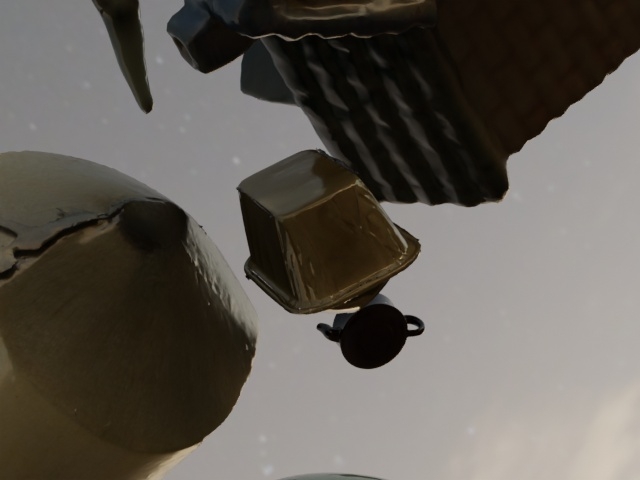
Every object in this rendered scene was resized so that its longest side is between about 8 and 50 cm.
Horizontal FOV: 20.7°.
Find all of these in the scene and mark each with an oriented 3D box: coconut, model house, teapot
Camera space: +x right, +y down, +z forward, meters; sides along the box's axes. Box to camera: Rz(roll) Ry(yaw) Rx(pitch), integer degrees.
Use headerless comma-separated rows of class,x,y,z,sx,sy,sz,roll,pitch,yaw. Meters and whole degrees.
coconut,-0.207,0.079,1.462,0.323,0.323,0.323,-28,-37,-24
model house,0.023,-0.267,1.466,0.400,0.395,0.445,-44,-50,-9
teapot,0.046,0.078,1.590,0.100,0.045,0.068,-4,-61,-21

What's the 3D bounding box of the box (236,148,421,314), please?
box,0.000,0.000,1.263,0.111,0.177,0.111,-4,-77,-16

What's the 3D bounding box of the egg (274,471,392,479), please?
egg,0.033,0.264,1.062,0.230,0.371,0.230,-4,-81,-29

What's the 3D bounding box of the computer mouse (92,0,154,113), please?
computer mouse,-0.044,-0.239,0.594,0.115,0.199,0.389,-8,-82,-27
